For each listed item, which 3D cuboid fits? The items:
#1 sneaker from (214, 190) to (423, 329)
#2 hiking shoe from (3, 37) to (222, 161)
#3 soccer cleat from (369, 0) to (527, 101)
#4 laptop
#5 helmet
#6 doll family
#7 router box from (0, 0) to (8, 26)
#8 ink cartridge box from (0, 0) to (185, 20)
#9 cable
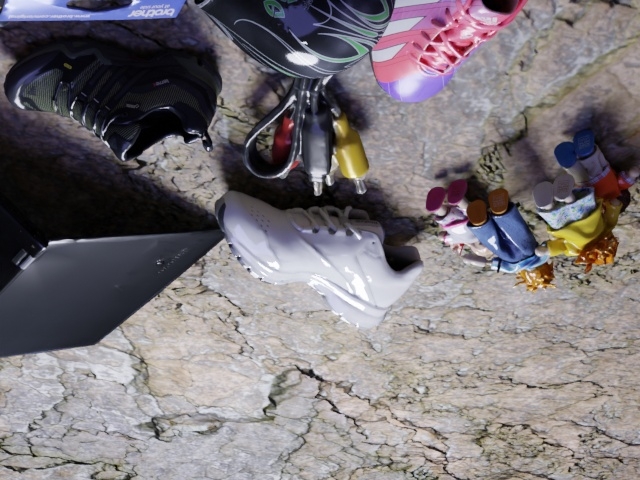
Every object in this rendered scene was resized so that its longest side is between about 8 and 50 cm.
[{"bbox_3d":[0.000,0.000,1.392,0.297,0.111,0.129,25,123,-36],"label":"sneaker"},{"bbox_3d":[-0.217,-0.140,1.165,0.227,0.114,0.086,1,145,1],"label":"hiking shoe"},{"bbox_3d":[0.126,-0.216,1.028,0.109,0.116,0.318,-2,147,-21],"label":"soccer cleat"},{"bbox_3d":[-0.408,-0.009,1.448,0.408,0.236,0.382,45,132,-8],"label":"laptop"},{"bbox_3d":[-0.012,-0.221,0.995,0.161,0.169,0.169,26,139,-19],"label":"helmet"},{"bbox_3d":[0.255,-0.007,1.332,0.263,0.118,0.163,-19,140,27],"label":"doll family"},{"bbox_3d":[-0.318,-0.285,1.022,0.133,0.046,0.179,-26,136,34],"label":"router box"},{"bbox_3d":[-0.151,-0.299,0.922,0.186,0.065,0.311,-11,153,-35],"label":"ink cartridge box"},{"bbox_3d":[-0.013,-0.157,1.207,0.139,0.072,0.287,8,133,7],"label":"cable"}]
